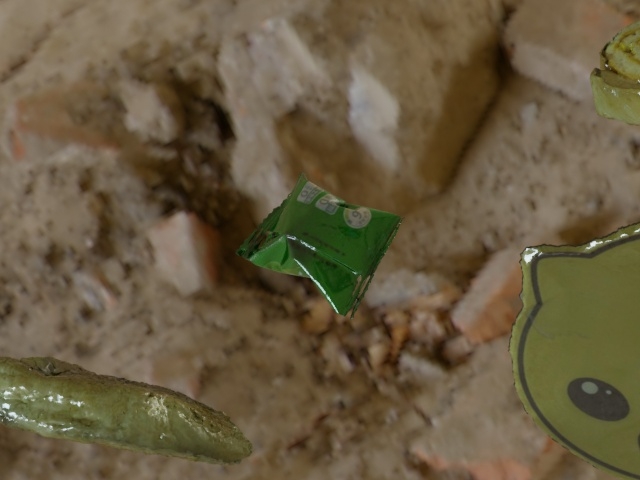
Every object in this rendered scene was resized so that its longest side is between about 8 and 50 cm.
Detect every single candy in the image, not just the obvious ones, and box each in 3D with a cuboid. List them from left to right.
[{"bbox_3d":[-0.003,0.001,2.172,0.203,0.078,0.141,25,94,37],"label":"candy"}]

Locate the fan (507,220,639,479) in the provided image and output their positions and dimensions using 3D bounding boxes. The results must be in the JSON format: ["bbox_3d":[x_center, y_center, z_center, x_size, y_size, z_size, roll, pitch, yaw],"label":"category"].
[{"bbox_3d":[0.256,0.097,1.022,0.229,0.335,0.011,-49,12,42],"label":"fan"}]

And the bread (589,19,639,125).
[{"bbox_3d":[0.321,-0.159,1.602,0.117,0.064,0.156,-47,27,-18],"label":"bread"}]

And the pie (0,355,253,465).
[{"bbox_3d":[-0.202,0.165,1.701,0.277,0.277,0.078,6,85,33],"label":"pie"}]
